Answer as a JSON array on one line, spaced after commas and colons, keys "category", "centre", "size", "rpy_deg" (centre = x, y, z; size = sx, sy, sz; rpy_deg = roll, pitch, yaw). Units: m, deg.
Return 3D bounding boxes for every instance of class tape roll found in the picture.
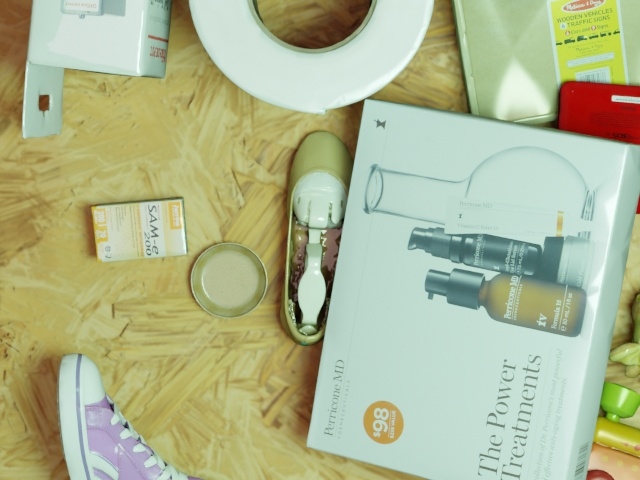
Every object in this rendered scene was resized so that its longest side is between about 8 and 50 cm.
[{"category": "tape roll", "centre": [-0.009, -0.254, 1.654], "size": [0.246, 0.169, 0.246], "rpy_deg": [0, 96, 0]}]

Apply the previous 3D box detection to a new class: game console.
[{"category": "game console", "centre": [0.316, -0.098, 1.721], "size": [0.144, 0.085, 0.124], "rpy_deg": [4, 82, -3]}]

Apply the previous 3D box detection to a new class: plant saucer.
[{"category": "plant saucer", "centre": [-0.099, 0.043, 1.757], "size": [0.083, 0.015, 0.083], "rpy_deg": [0, 95, 1]}]

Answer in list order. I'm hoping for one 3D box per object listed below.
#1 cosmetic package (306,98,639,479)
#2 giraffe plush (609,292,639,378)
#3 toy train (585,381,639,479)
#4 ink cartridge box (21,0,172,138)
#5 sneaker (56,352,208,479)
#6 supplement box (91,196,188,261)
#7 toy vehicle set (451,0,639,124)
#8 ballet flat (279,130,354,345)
[{"category": "cosmetic package", "centre": [0.158, 0.061, 1.669], "size": [0.284, 0.097, 0.377], "rpy_deg": [12, 96, 24]}, {"category": "giraffe plush", "centre": [0.399, 0.083, 1.699], "size": [0.181, 0.210, 0.170], "rpy_deg": [40, 127, -14]}, {"category": "toy train", "centre": [0.300, 0.215, 1.733], "size": [0.248, 0.105, 0.143], "rpy_deg": [19, 84, -1]}, {"category": "ink cartridge box", "centre": [-0.213, -0.273, 1.634], "size": [0.119, 0.207, 0.354], "rpy_deg": [7, 96, 1]}, {"category": "sneaker", "centre": [-0.189, 0.242, 1.739], "size": [0.161, 0.102, 0.282], "rpy_deg": [-12, 105, -2]}, {"category": "supplement box", "centre": [-0.194, -0.012, 1.742], "size": [0.098, 0.036, 0.062], "rpy_deg": [-6, 95, 0]}, {"category": "toy vehicle set", "centre": [0.278, -0.216, 1.698], "size": [0.266, 0.035, 0.166], "rpy_deg": [-10, 113, 1]}, {"category": "ballet flat", "centre": [0.000, 0.000, 1.724], "size": [0.080, 0.073, 0.232], "rpy_deg": [3, 95, 0]}]
